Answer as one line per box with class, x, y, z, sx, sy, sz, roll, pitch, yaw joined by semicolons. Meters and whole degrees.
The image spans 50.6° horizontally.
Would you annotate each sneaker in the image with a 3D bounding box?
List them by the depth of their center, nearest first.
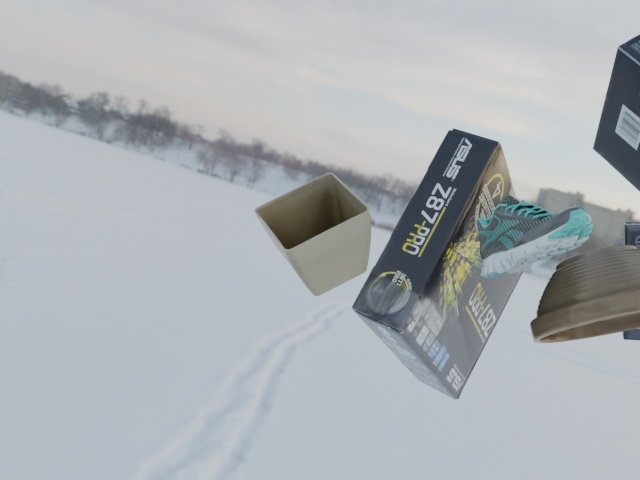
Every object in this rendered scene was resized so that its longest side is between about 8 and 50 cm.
sneaker;0.203;-0.013;0.683;0.064;0.076;0.166;-9;-12;-21

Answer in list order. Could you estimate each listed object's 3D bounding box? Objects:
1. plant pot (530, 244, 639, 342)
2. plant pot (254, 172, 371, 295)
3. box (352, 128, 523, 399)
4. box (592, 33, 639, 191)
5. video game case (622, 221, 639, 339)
plant pot;0.423;0.076;1.008;0.237;0.110;0.237;-9;-18;-3
plant pot;0.000;0.000;0.814;0.109;0.096;0.109;-27;36;-11
box;0.219;0.059;1.108;0.097;0.318;0.395;25;-15;32
box;0.798;-0.322;1.467;0.179;0.312;0.343;55;-7;32
video game case;0.627;0.067;1.068;0.274;0.196;0.026;0;11;20
